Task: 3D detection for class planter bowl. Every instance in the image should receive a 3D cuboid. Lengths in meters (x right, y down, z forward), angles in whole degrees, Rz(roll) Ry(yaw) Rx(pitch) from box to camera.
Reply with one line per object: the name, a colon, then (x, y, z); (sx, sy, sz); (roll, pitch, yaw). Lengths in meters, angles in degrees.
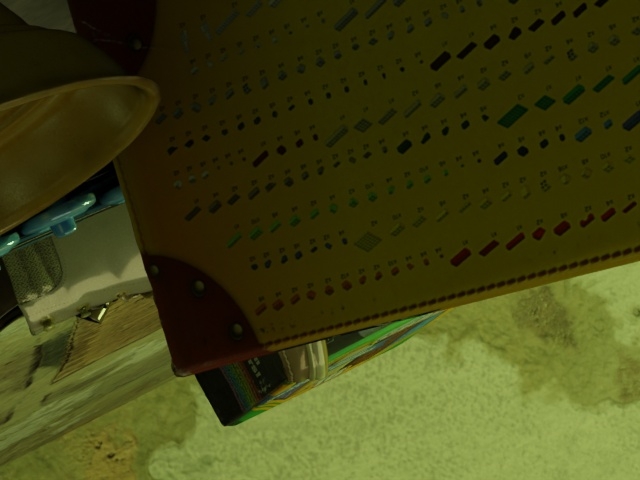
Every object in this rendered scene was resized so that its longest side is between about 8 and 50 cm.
planter bowl: (-0.177, -0.045, 0.752); (0.217, 0.090, 0.217); (-28, 174, -3)

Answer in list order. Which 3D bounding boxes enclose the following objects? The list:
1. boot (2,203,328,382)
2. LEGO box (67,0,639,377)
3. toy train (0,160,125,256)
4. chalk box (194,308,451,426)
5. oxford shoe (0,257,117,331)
boot: (-0.097, 0.021, 1.176); (0.165, 0.213, 0.077); (-26, -154, -3)
LEGO box: (0.202, -0.111, 0.873); (0.500, 0.193, 0.372); (-16, 180, 35)
toy train: (-0.160, -0.029, 1.024); (0.184, 0.080, 0.105); (-27, -177, -33)
chalk box: (0.000, 0.000, 1.437); (0.179, 0.180, 0.289); (-25, 174, -24)
oxford shoe: (-0.142, 0.002, 1.245); (0.227, 0.096, 0.083); (-29, 172, -10)
